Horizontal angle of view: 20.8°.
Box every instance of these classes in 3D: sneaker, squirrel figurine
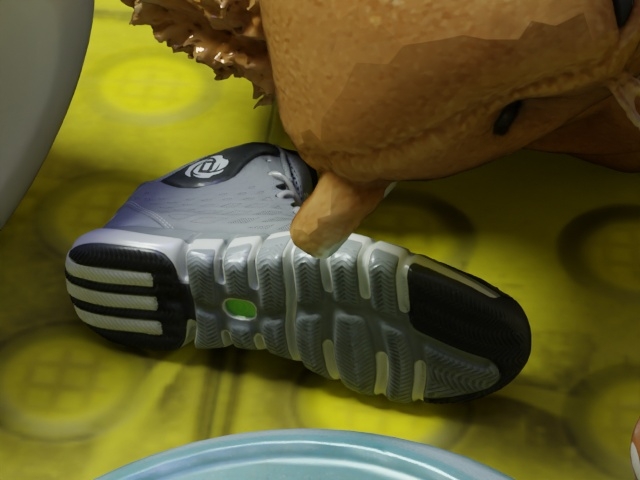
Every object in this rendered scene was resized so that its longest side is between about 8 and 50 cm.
[{"bbox_3d":[0.000,0.000,0.859,0.229,0.086,0.132,11,37,13],"label":"sneaker"},{"bbox_3d":[0.056,-0.126,0.858,0.397,0.281,0.370,6,24,33],"label":"squirrel figurine"}]

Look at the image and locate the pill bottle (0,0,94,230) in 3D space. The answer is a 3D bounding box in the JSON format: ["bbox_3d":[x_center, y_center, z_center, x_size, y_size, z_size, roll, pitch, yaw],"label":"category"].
[{"bbox_3d":[-0.338,-0.145,0.861,0.408,0.229,0.229,27,44,12],"label":"pill bottle"}]

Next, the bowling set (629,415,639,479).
[{"bbox_3d":[0.212,0.142,0.651,0.287,0.154,0.200,-8,16,-44],"label":"bowling set"}]

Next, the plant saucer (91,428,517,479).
[{"bbox_3d":[-0.023,0.174,0.635,0.318,0.043,0.317,-5,38,4],"label":"plant saucer"}]
